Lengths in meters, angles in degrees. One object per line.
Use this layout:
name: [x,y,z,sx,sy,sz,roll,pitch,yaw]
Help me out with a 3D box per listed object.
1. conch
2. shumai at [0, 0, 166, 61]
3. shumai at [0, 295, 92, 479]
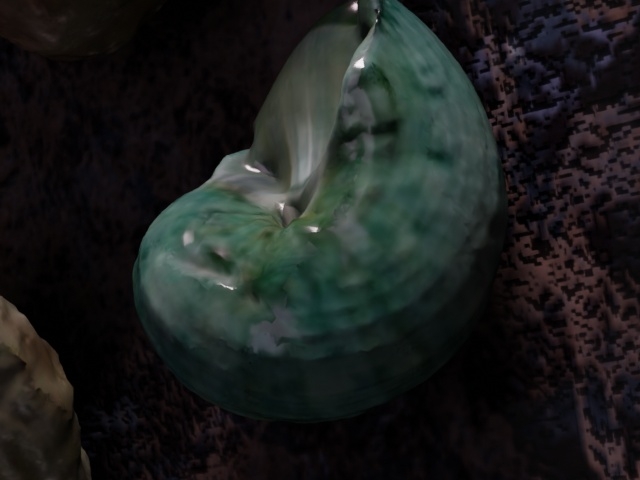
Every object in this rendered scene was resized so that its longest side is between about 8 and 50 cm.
conch: [0.000,0.003,0.775,0.202,0.134,0.196,-35,28,33]
shumai: [-0.090,-0.287,0.843,0.283,0.217,0.346,-17,85,9]
shumai: [-0.275,0.090,0.947,0.309,0.304,0.263,-53,28,20]
